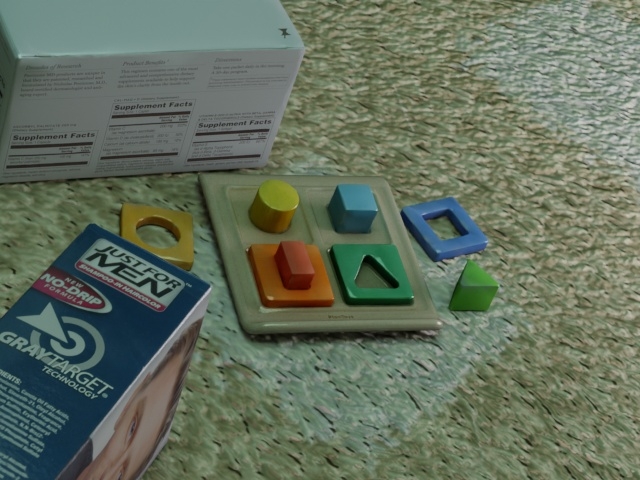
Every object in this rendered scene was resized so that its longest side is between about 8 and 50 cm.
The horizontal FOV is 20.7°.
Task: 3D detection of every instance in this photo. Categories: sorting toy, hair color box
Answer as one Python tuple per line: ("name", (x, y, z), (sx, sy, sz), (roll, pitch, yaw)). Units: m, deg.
("sorting toy", (0.000, 0.000, 1.503), (0.348, 0.047, 0.196), (0, 45, -23))
("hair color box", (-0.205, 0.159, 1.146), (0.105, 0.174, 0.347), (27, 41, 8))

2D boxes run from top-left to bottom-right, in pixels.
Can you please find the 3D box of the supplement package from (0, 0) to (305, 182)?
("supplement package", (-0.182, -0.176, 1.542), (0.262, 0.145, 0.204), (-4, 47, -28))
